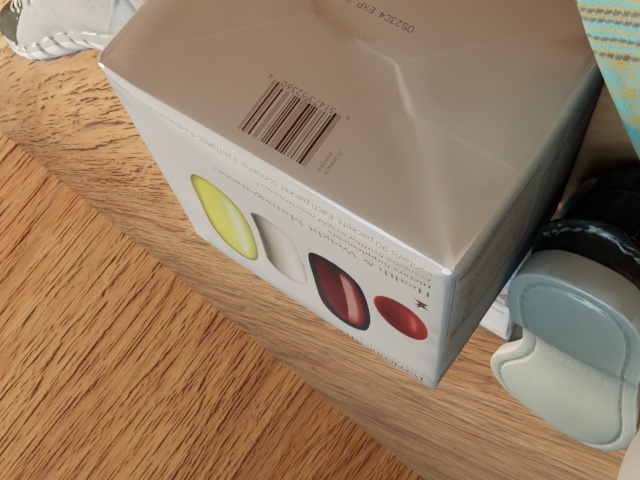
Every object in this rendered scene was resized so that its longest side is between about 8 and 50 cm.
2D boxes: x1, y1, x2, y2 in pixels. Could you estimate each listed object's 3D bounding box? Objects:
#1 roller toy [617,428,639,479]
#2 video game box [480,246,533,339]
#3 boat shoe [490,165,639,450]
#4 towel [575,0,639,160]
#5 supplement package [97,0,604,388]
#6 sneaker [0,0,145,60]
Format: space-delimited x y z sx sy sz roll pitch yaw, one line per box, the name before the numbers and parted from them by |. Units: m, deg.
roller toy | 0.268 0.152 0.458 0.191 0.209 0.146 19 161 13
video game box | 0.072 -0.016 0.668 0.205 0.048 0.187 31 167 20
boat shoe | 0.182 0.059 0.559 0.114 0.091 0.302 32 164 18
towel | 0.167 -0.012 0.241 0.370 0.040 0.271 53 180 -35
supplement package | 0.025 -0.050 0.464 0.194 0.149 0.203 32 164 18
sneaker | -0.202 -0.211 0.652 0.228 0.086 0.132 11 148 39
